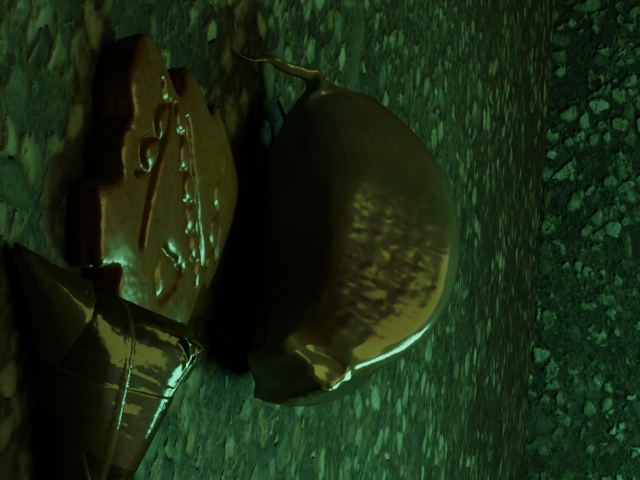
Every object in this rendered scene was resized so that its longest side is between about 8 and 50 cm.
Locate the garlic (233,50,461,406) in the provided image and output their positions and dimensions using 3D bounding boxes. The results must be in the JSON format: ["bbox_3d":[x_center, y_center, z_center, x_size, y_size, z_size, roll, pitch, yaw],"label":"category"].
[{"bbox_3d":[0.000,0.000,1.497,0.245,0.231,0.340,-1,76,-30],"label":"garlic"}]

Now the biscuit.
[{"bbox_3d":[-0.124,-0.031,1.224,0.306,0.043,0.284,-26,119,-71],"label":"biscuit"}]

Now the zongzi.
[{"bbox_3d":[-0.183,0.106,1.049,0.176,0.078,0.160,31,77,-45],"label":"zongzi"}]
